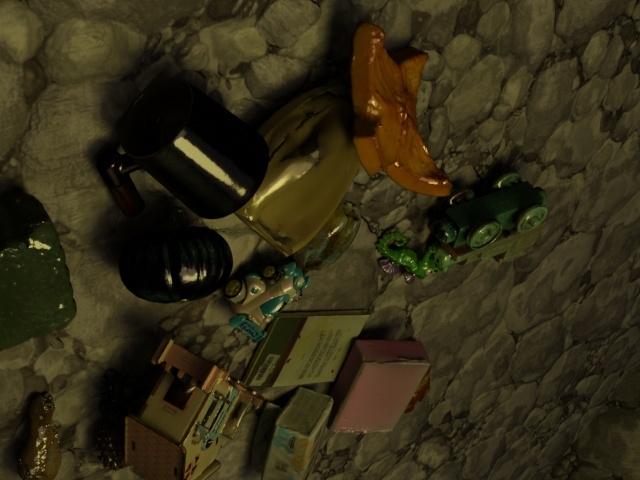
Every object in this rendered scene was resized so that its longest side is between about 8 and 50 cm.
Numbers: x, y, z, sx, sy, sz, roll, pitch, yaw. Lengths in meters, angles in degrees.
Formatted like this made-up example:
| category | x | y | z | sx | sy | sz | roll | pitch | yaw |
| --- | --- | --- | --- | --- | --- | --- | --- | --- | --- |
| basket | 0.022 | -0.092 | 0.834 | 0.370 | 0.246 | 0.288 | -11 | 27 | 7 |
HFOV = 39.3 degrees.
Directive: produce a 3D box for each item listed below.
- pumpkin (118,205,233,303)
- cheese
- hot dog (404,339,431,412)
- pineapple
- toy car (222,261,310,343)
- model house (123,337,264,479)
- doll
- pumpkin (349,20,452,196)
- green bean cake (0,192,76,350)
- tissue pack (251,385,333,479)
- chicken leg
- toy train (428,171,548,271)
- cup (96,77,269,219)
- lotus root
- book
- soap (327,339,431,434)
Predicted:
| category | x | y | z | sx | sy | sz | roll | pitch | yaw |
| --- | --- | --- | --- | --- | --- | --- | --- | --- | --- |
| pumpkin | -0.239 | 0.039 | 1.479 | 0.194 | 0.150 | 0.194 | -19 | 154 | -10 |
| cheese | -0.029 | -0.136 | 1.580 | 0.316 | 0.128 | 0.259 | -51 | 153 | -1 |
| hot dog | 0.219 | 0.350 | 2.245 | 0.146 | 0.103 | 0.213 | -24 | 134 | -25 |
| pineapple | -0.371 | 0.349 | 1.681 | 0.083 | 0.103 | 0.221 | -55 | 161 | -57 |
| toy car | -0.096 | 0.118 | 1.716 | 0.161 | 0.098 | 0.126 | -23 | 145 | 14 |
| model house | -0.238 | 0.342 | 1.633 | 0.244 | 0.169 | 0.326 | -59 | 165 | -13 |
| doll | 0.194 | 0.037 | 1.978 | 0.190 | 0.050 | 0.115 | 27 | 120 | -35 |
| pumpkin | 0.131 | -0.217 | 1.570 | 0.258 | 0.095 | 0.290 | -6 | 88 | -59 |
| green bean cake | -0.486 | 0.057 | 1.297 | 0.227 | 0.125 | 0.223 | -24 | 138 | -26 |
| tissue pack | -0.080 | 0.463 | 2.046 | 0.159 | 0.145 | 0.229 | -52 | 160 | -57 |
| chicken leg | -0.497 | 0.357 | 1.590 | 0.085 | 0.069 | 0.198 | -11 | 122 | -40 |
| toy train | 0.375 | -0.028 | 2.043 | 0.304 | 0.150 | 0.221 | -17 | 146 | -24 |
| cup | -0.218 | -0.115 | 1.378 | 0.239 | 0.166 | 0.177 | -51 | 139 | 1 |
| lotus root | 0.000 | 0.000 | 1.744 | 0.192 | 0.088 | 0.113 | -50 | 148 | 20 |
| book | -0.031 | 0.239 | 1.969 | 0.289 | 0.026 | 0.201 | 5 | 119 | -46 |
| soap | 0.128 | 0.343 | 2.105 | 0.181 | 0.081 | 0.259 | 3 | 130 | -22 |
